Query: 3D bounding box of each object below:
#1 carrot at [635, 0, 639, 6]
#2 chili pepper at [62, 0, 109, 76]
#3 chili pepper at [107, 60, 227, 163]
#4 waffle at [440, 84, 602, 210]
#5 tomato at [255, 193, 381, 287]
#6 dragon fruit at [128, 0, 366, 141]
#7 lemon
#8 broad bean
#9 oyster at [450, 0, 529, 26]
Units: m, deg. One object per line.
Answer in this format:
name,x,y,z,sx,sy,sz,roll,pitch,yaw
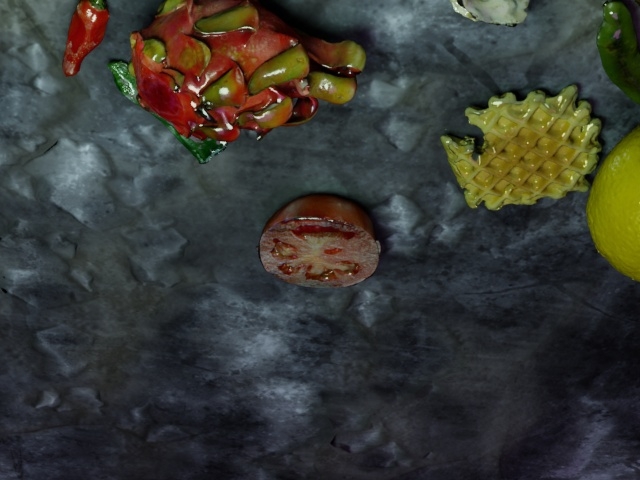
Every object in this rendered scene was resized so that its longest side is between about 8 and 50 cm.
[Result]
carrot,0.508,-0.332,1.574,0.173,0.082,0.082,20,137,-27
chili pepper,-0.341,-0.303,1.656,0.050,0.059,0.191,11,138,-24
chili pepper,-0.240,-0.210,1.772,0.088,0.059,0.227,-34,125,29
waffle,0.328,-0.144,1.826,0.250,0.056,0.261,-11,137,14
tomato,-0.001,-0.003,1.984,0.225,0.085,0.225,0,144,0
dragon fruit,-0.115,-0.238,1.608,0.307,0.243,0.227,34,174,-8
lemon,0.543,-0.057,1.775,0.245,0.245,0.319,9,142,-9
broad bean,0.505,-0.260,1.690,0.292,0.049,0.144,17,132,-21
oyster,0.225,-0.383,1.540,0.163,0.081,0.191,-17,127,-14
